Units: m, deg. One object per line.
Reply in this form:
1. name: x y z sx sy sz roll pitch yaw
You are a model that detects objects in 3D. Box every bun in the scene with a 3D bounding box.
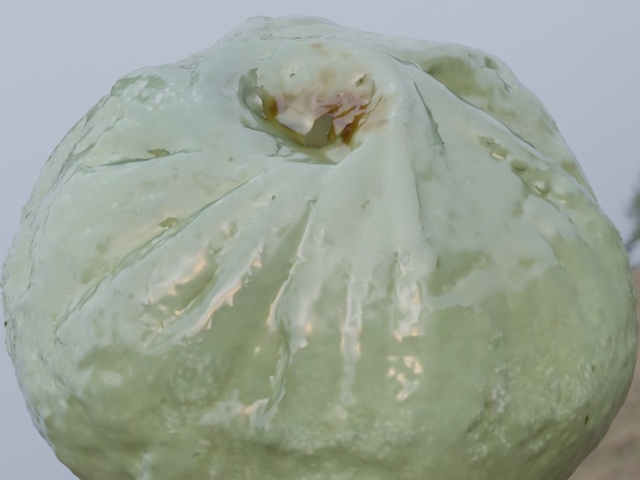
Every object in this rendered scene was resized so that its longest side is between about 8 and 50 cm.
1. bun: 0.000 0.000 0.557 0.195 0.195 0.118 -27 -49 -32
